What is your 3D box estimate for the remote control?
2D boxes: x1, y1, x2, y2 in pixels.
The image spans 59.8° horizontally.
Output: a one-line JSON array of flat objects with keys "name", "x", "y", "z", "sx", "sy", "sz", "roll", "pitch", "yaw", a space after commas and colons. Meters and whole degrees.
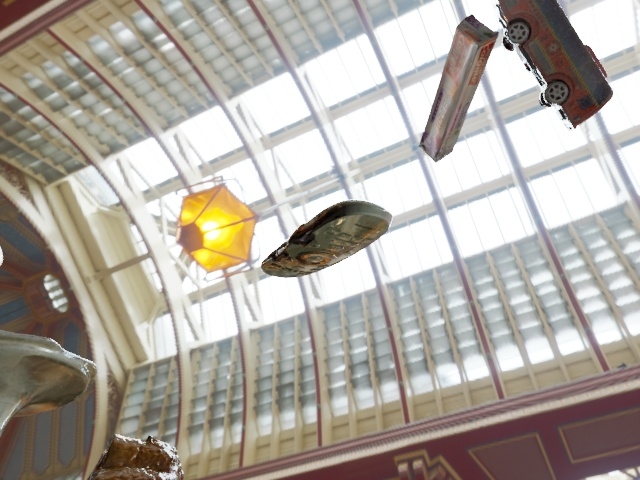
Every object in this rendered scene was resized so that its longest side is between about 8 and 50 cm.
[{"name": "remote control", "x": 0.000, "y": 0.002, "z": 0.755, "sx": 0.256, "sy": 0.097, "sz": 0.045, "roll": -32, "pitch": -129, "yaw": 46}]

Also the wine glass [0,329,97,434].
[{"name": "wine glass", "x": -0.186, "y": 0.175, "z": 0.290, "sx": 0.156, "sy": 0.156, "sz": 0.232, "roll": -25, "pitch": -126, "yaw": 17}]

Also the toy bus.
[{"name": "toy bus", "x": 0.283, "y": -0.231, "z": 0.685, "sx": 0.077, "sy": 0.065, "sz": 0.192, "roll": -32, "pitch": -91, "yaw": 18}]

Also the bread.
[{"name": "bread", "x": -0.255, "y": 0.378, "z": 0.737, "sx": 0.135, "sy": 0.247, "sz": 0.232, "roll": 0, "pitch": -100, "yaw": -6}]

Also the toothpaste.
[{"name": "toothpaste", "x": 0.167, "y": -0.184, "z": 0.704, "sx": 0.047, "sy": 0.040, "sz": 0.196, "roll": 48, "pitch": -26, "yaw": 23}]

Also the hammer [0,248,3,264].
[{"name": "hammer", "x": -0.538, "y": 0.058, "z": 0.799, "sx": 0.113, "sy": 0.305, "sz": 0.202, "roll": 4, "pitch": -73, "yaw": -7}]
